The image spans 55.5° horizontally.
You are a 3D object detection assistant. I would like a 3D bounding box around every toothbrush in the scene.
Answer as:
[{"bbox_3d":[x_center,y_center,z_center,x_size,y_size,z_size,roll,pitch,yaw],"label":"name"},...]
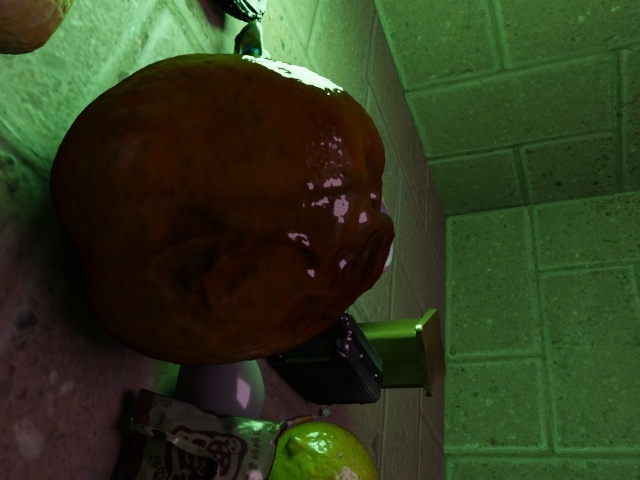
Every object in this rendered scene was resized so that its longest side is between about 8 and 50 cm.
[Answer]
[{"bbox_3d":[-0.032,0.434,1.489,0.288,0.021,0.024,25,49,-66],"label":"toothbrush"}]

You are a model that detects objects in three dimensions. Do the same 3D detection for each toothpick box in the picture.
[{"bbox_3d":[0.157,0.302,1.623,0.190,0.308,0.187,-24,106,-67],"label":"toothpick box"}]

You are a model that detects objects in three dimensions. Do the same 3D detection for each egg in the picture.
[{"bbox_3d":[-0.169,0.251,1.024,0.146,0.146,0.198,22,52,-66],"label":"egg"}]

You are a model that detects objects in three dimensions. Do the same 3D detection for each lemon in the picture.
[{"bbox_3d":[-0.004,0.502,1.234,0.267,0.267,0.267,-8,90,-69],"label":"lemon"}]

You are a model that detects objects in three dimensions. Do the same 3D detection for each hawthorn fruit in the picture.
[{"bbox_3d":[-0.120,-0.042,0.861,0.472,0.472,0.471,-8,90,-69],"label":"hawthorn fruit"}]

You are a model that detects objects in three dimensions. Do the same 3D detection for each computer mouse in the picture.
[{"bbox_3d":[-0.199,-0.564,1.324,0.241,0.078,0.146,47,41,-51],"label":"computer mouse"}]

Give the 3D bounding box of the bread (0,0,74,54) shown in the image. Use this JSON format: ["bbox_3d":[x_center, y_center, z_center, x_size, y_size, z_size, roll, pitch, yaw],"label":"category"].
[{"bbox_3d":[-0.375,-0.312,0.663,0.170,0.197,0.197,39,46,-78],"label":"bread"}]

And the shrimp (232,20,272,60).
[{"bbox_3d":[-0.198,-0.297,1.222,0.221,0.110,0.445,47,39,-32],"label":"shrimp"}]

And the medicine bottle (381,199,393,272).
[{"bbox_3d":[0.000,0.000,1.343,0.178,0.291,0.178,-8,90,-70],"label":"medicine bottle"}]

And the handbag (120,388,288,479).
[{"bbox_3d":[-0.175,0.336,0.876,0.127,0.235,0.213,119,-15,-55],"label":"handbag"}]

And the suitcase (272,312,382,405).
[{"bbox_3d":[0.021,0.278,1.427,0.312,0.202,0.128,58,32,-46],"label":"suitcase"}]
